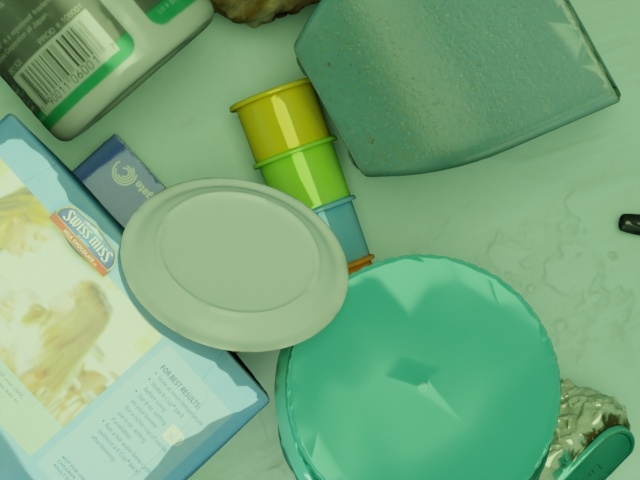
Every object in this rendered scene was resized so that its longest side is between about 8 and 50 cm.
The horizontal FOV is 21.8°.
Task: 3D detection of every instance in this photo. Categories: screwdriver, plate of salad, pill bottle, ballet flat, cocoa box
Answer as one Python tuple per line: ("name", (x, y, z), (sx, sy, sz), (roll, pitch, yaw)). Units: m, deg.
("screwdriver", (0.393, -0.010, 1.742), (0.170, 0.024, 0.025), (4, 58, -11))
("plate of salad", (-0.075, 0.024, 1.443), (0.200, 0.048, 0.199), (9, 47, -9))
("pill bottle", (-0.288, -0.289, 1.585), (0.204, 0.204, 0.361), (-41, 97, -6))
("ballet flat", (0.142, 0.295, 1.658), (0.409, 0.147, 0.147), (-44, 92, -11))
("cocoa box", (-0.243, 0.091, 1.530), (0.231, 0.228, 0.347), (-42, 91, -5))

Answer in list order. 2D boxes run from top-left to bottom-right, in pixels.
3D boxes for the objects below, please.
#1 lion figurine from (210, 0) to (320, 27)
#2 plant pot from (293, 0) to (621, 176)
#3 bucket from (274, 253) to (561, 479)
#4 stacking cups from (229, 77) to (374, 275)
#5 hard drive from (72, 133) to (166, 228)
("lion figurine", (0.049, -0.367, 1.653), (0.392, 0.240, 0.142), (-41, 92, -21))
("plant pot", (0.123, -0.184, 1.620), (0.252, 0.248, 0.247), (-30, 90, 13))
("bucket", (0.088, 0.148, 1.517), (0.281, 0.183, 0.281), (0, 75, 1))
("stacking cups", (0.000, 0.000, 1.667), (0.096, 0.096, 0.316), (-18, 90, -6))
("hard drive", (-0.252, 0.077, 1.666), (0.319, 0.040, 0.210), (-43, 91, -5))
